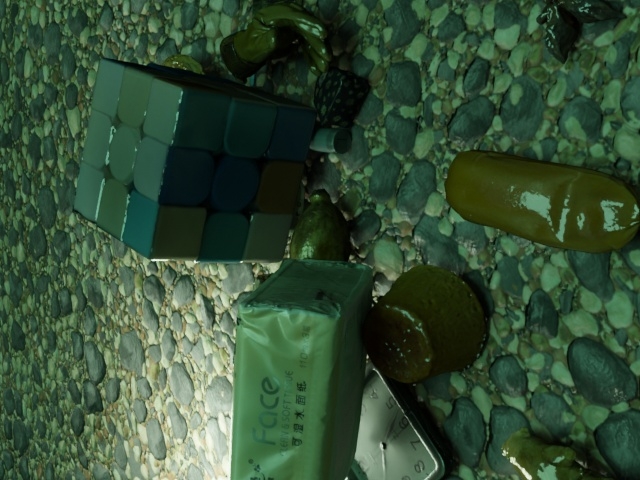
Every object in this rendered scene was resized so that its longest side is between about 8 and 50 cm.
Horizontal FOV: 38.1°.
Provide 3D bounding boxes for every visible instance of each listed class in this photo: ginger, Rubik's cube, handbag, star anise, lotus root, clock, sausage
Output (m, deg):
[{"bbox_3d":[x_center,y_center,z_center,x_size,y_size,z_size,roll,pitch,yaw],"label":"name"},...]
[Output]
[{"bbox_3d":[0.446,0.428,1.448,0.348,0.122,0.363,59,144,14],"label":"ginger"},{"bbox_3d":[-0.267,-0.165,1.925,0.347,0.344,0.346,28,109,44],"label":"Rubik's cube"},{"bbox_3d":[0.028,-0.307,1.876,0.115,0.072,0.139,-64,37,31],"label":"handbag"},{"bbox_3d":[0.338,-0.398,1.399,0.148,0.227,0.218,13,94,54],"label":"star anise"},{"bbox_3d":[0.000,0.000,1.888,0.138,0.138,0.214,3,91,49],"label":"lotus root"},{"bbox_3d":[0.128,0.411,1.860,0.273,0.049,0.279,57,133,28],"label":"clock"},{"bbox_3d":[0.361,-0.061,1.484,0.354,0.116,0.134,20,96,43],"label":"sausage"}]

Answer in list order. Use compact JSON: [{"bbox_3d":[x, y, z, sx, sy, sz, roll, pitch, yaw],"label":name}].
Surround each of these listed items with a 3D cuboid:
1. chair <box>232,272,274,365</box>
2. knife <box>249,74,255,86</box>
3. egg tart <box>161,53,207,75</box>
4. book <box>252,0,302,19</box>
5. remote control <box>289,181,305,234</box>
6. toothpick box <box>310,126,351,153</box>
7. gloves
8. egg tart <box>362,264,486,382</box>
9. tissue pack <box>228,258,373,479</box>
[{"bbox_3d":[-0.103,0.156,1.924,0.147,0.270,0.136,25,114,44],"label":"chair"},{"bbox_3d":[-0.151,-0.397,2.102,0.027,0.010,0.096,24,115,44],"label":"knife"},{"bbox_3d":[-0.330,-0.309,2.251,0.291,0.107,0.290,0,90,50],"label":"egg tart"},{"bbox_3d":[-0.092,-0.590,1.998,0.160,0.024,0.228,18,109,49],"label":"book"},{"bbox_3d":[-0.161,-0.106,2.110,0.335,0.065,0.128,20,112,46],"label":"remote control"},{"bbox_3d":[0.018,-0.206,1.902,0.083,0.052,0.052,14,105,49],"label":"toothpick box"},{"bbox_3d":[-0.081,-0.412,1.903,0.331,0.154,0.141,-2,65,52],"label":"gloves"},{"bbox_3d":[0.179,0.162,1.675,0.215,0.171,0.215,16,117,36],"label":"egg tart"},{"bbox_3d":[-0.033,0.267,1.711,0.205,0.332,0.405,7,105,11],"label":"tissue pack"}]
